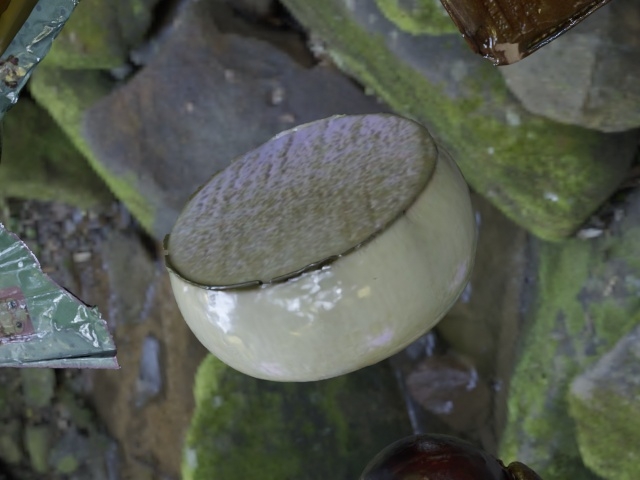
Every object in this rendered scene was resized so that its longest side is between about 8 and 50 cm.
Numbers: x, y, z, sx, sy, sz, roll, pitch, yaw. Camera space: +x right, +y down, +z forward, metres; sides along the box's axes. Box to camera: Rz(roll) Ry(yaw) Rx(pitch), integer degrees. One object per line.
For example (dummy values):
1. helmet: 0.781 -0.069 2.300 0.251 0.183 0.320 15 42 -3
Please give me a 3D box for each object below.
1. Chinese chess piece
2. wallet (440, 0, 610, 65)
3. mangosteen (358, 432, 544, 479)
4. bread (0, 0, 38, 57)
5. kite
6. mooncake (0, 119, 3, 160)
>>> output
1. Chinese chess piece: 0.000 0.000 1.079 0.270 0.270 0.112 19 142 49
2. wallet: 0.109 -0.134 0.404 0.176 0.095 0.026 -32 33 7
3. mangosteen: 0.100 0.210 0.934 0.152 0.152 0.152 11 104 51
4. bread: -0.180 -0.142 0.327 0.183 0.236 0.388 31 167 2
5. kite: -0.162 -0.031 0.546 0.229 0.012 0.250 43 109 3
6. mooncake: -0.325 -0.052 0.723 0.275 0.135 0.274 1 94 17
